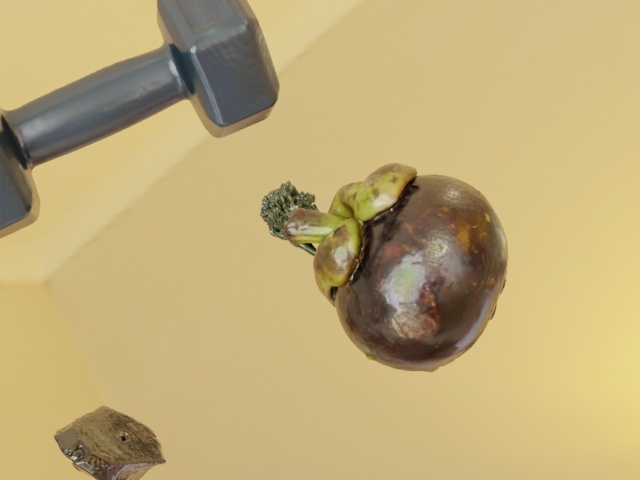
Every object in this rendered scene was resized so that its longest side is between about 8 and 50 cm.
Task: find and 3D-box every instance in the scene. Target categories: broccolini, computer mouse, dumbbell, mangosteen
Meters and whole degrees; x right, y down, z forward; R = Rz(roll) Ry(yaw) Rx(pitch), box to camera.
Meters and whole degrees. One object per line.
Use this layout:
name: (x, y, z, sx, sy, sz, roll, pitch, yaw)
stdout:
broccolini: (0.009, -0.005, 2.161, 0.091, 0.202, 0.068, -56, 1, 27)
computer mouse: (-0.235, 0.232, 1.738, 0.057, 0.099, 0.172, -52, -17, 14)
dumbbell: (-0.202, -0.122, 1.452, 0.324, 0.144, 0.160, -24, -62, -6)
mangosteen: (0.069, 0.019, 1.532, 0.192, 0.217, 0.192, -159, 90, -83)
